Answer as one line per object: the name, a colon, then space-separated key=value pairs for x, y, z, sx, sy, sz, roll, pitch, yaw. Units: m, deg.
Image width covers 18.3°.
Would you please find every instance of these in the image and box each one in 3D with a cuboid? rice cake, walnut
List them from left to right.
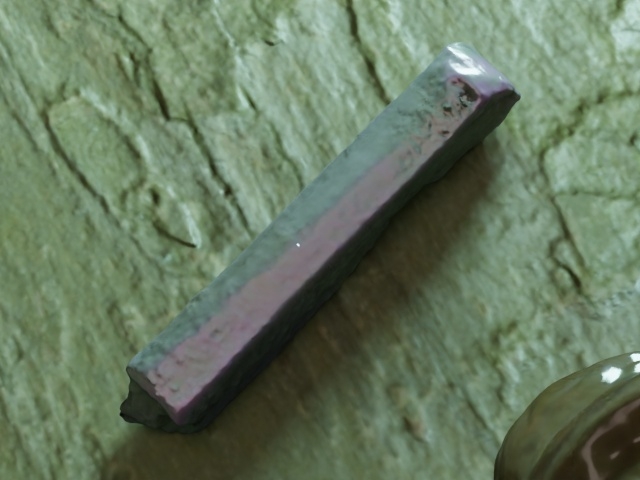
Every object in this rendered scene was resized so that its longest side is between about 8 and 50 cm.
rice cake: x=0.000 y=-0.001 z=1.510 sx=0.070 sy=0.064 sz=0.399 roll=40 pitch=78 yaw=22
walnut: x=0.239 y=0.180 z=1.256 sx=0.273 sy=0.227 sz=0.273 roll=-5 pitch=57 yaw=8
